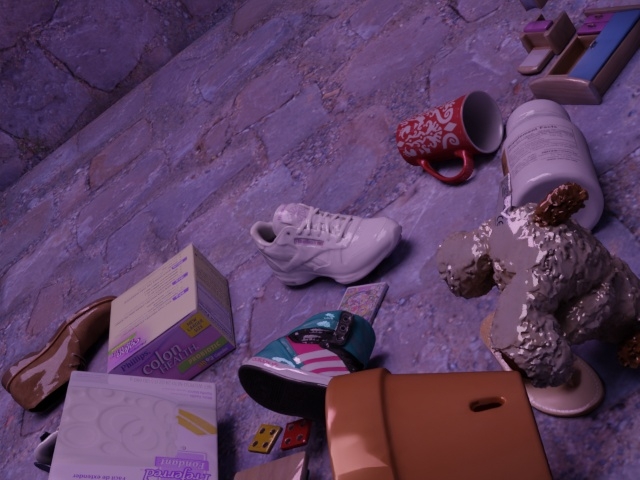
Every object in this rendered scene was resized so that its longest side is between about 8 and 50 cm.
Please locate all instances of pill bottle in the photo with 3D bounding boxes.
[{"bbox_3d":[0.338,-0.111,1.427,0.131,0.131,0.229,-28,31,23],"label":"pill bottle"}]

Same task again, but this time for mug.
[{"bbox_3d":[0.217,-0.181,1.697,0.169,0.113,0.150,-11,39,48],"label":"mug"}]

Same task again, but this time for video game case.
[{"bbox_3d":[0.057,0.122,1.574,0.087,0.011,0.122,-11,41,43],"label":"video game case"}]

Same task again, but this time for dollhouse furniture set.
[{"bbox_3d":[0.370,-0.411,1.622,0.198,0.303,0.286,-50,30,-17],"label":"dollhouse furniture set"}]

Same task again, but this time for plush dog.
[{"bbox_3d":[0.302,0.049,1.159,0.210,0.225,0.262,-55,35,16],"label":"plush dog"}]

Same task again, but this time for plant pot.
[{"bbox_3d":[0.146,0.263,1.028,0.204,0.290,0.290,-16,34,10],"label":"plant pot"}]

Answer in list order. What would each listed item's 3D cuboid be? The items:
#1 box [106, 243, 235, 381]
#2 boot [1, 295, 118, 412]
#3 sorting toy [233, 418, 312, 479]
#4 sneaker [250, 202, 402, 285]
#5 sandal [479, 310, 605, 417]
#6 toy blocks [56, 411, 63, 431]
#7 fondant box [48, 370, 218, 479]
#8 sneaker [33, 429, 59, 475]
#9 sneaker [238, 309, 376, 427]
[{"bbox_3d":[-0.287,0.159,1.832,0.214,0.117,0.243,-36,28,10],"label":"box"},{"bbox_3d":[-0.532,0.248,2.061,0.305,0.112,0.115,-43,58,-12],"label":"boot"},{"bbox_3d":[-0.069,0.371,1.347,0.132,0.046,0.274,-24,33,29],"label":"sorting toy"},{"bbox_3d":[0.000,0.000,1.666,0.305,0.152,0.114,-12,38,40],"label":"sneaker"},{"bbox_3d":[0.262,0.140,1.229,0.088,0.079,0.240,-42,29,-1],"label":"sandal"},{"bbox_3d":[-0.452,0.314,1.884,0.123,0.054,0.148,-29,31,23],"label":"toy blocks"},{"bbox_3d":[-0.276,0.336,1.436,0.330,0.238,0.096,-102,21,-61],"label":"fondant box"},{"bbox_3d":[-0.451,0.378,1.691,0.094,0.153,0.235,-50,30,-18],"label":"sneaker"},{"bbox_3d":[0.046,0.194,1.386,0.296,0.123,0.178,16,43,33],"label":"sneaker"}]
